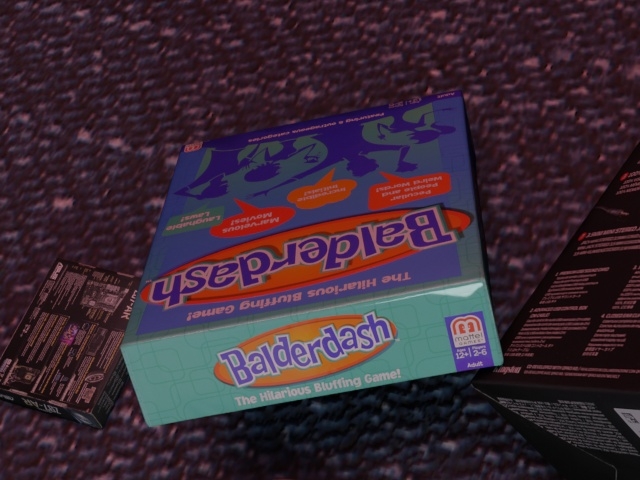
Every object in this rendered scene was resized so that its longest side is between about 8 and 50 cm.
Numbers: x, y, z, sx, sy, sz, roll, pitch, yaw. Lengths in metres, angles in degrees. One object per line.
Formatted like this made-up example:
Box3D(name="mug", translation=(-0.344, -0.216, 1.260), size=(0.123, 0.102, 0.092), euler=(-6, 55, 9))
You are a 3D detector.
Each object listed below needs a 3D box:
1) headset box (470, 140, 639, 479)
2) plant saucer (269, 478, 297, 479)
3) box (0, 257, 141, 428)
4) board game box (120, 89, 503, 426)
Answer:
Box3D(name="headset box", translation=(0.230, -0.016, 0.590), size=(0.293, 0.110, 0.218), euler=(-52, 20, -21))
Box3D(name="plant saucer", translation=(-0.022, 0.150, 0.670), size=(0.083, 0.013, 0.083), euler=(-8, 55, 11))
Box3D(name="box", translation=(-0.130, 0.053, 0.763), size=(0.067, 0.018, 0.083), euler=(11, 60, 22))
Box3D(name="board game box", translation=(0.000, 0.000, 0.692), size=(0.160, 0.047, 0.210), euler=(-11, 27, 8))
